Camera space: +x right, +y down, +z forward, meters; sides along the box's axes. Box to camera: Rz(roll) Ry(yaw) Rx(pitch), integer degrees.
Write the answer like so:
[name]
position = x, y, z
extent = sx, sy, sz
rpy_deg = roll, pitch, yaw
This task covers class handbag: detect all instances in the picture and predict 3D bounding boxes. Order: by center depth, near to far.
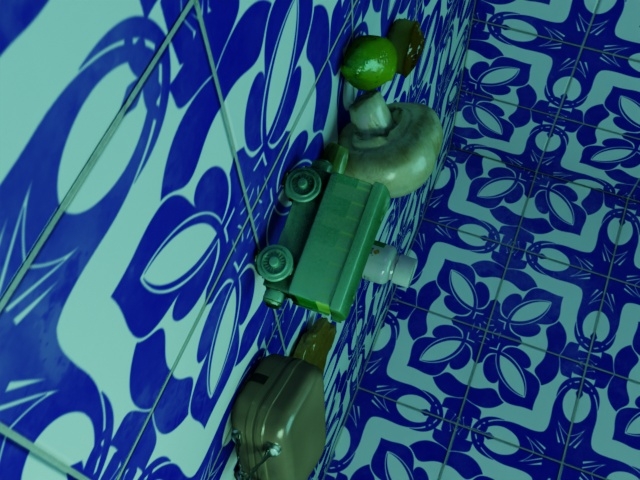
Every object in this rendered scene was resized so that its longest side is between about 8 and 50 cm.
[handbag]
position = -0.100, 0.429, 1.682
extent = 0.283, 0.149, 0.302
rpy_deg = -54, 152, -46

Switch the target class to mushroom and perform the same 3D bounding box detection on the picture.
[mushroom]
position = 0.146, -0.231, 1.715
extent = 0.253, 0.260, 0.234
rpy_deg = -35, 129, -12

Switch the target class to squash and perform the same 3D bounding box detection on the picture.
[squash]
position = 0.009, -0.098, 1.670
extent = 0.066, 0.066, 0.229
rpy_deg = -18, 125, -75

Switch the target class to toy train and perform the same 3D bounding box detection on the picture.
[toy train]
position = 0.000, 0.000, 1.458
extent = 0.120, 0.202, 0.301
rpy_deg = 78, 32, -75

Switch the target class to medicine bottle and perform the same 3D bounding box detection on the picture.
[medicine bottle]
position = 0.086, 0.034, 1.739
extent = 0.095, 0.259, 0.095
rpy_deg = 17, 90, -76

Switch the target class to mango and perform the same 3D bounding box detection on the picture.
[mango]
position = 0.103, -0.369, 1.617
extent = 0.178, 0.100, 0.119
rpy_deg = -26, 136, -63

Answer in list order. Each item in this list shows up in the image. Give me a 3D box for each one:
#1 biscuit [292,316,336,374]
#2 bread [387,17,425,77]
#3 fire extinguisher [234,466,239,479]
[biscuit]
position = -0.043, 0.352, 2.111
extent = 0.376, 0.051, 0.270
rpy_deg = -53, 155, -49
[bread]
position = 0.213, -0.481, 1.961
extent = 0.156, 0.086, 0.125
rpy_deg = 39, 71, -76
[fire extinguisher]
position = -0.128, 0.484, 1.875
extent = 0.231, 0.071, 0.099
rpy_deg = -56, 135, -38
